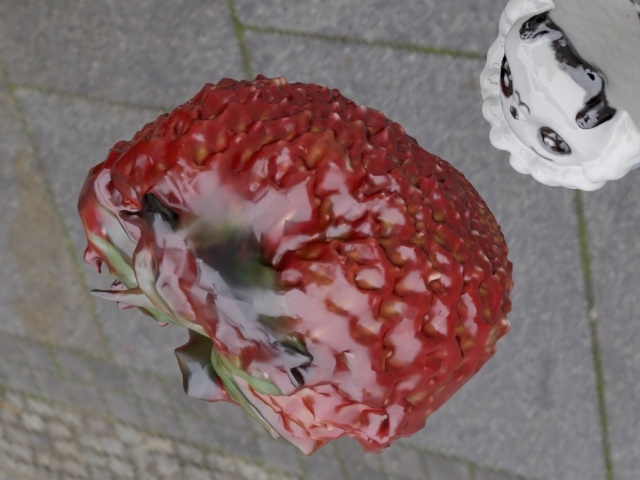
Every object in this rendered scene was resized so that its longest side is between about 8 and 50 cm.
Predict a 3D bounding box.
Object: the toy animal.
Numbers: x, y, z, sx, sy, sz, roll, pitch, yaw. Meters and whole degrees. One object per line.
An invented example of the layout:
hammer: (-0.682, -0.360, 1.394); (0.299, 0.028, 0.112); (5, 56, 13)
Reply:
toy animal: (0.247, -0.142, 1.457); (0.208, 0.204, 0.156); (58, 140, 14)

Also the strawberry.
strawberry: (-0.002, 0.000, 0.976); (0.261, 0.257, 0.261); (41, 164, 15)
